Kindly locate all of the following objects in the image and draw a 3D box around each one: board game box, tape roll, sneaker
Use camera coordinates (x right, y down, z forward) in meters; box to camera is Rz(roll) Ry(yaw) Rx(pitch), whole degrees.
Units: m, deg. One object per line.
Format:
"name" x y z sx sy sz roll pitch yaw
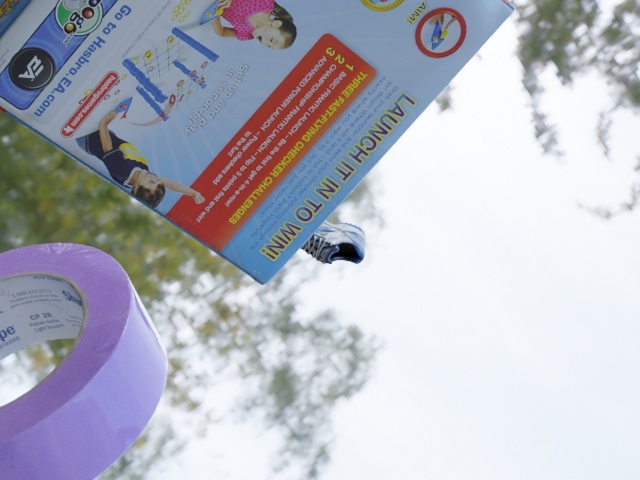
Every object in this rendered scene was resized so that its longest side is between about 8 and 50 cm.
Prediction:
"board game box" -0.063 -0.165 1.143 0.302 0.308 0.086 36 14 -29
"tape roll" -0.283 0.125 1.349 0.275 0.275 0.090 19 -36 41
"sneaker" 0.000 0.000 1.906 0.058 0.135 0.052 -103 -151 -47
